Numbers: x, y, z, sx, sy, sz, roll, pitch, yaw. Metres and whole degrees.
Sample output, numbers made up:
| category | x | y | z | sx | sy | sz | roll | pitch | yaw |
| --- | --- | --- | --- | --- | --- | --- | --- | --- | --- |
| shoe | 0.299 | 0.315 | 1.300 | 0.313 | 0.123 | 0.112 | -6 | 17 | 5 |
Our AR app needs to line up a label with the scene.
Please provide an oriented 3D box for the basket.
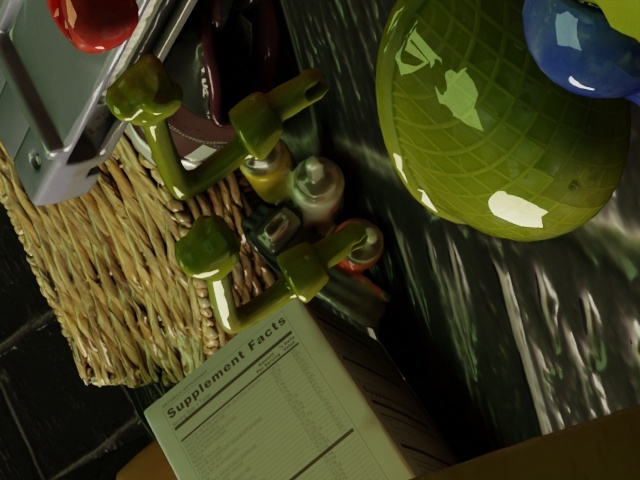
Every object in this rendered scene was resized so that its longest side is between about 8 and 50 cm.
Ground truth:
| category | x | y | z | sx | sy | sz | roll | pitch | yaw |
| --- | --- | --- | --- | --- | --- | --- | --- | --- | --- |
| basket | -0.123 | -0.053 | 1.185 | 0.213 | 0.223 | 0.299 | -10 | 108 | 42 |

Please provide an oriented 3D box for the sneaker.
| category | x | y | z | sx | sy | sz | roll | pitch | yaw |
| --- | --- | --- | --- | --- | --- | --- | --- | --- | --- |
| sneaker | -0.096 | -0.185 | 0.890 | 0.162 | 0.106 | 0.281 | -11 | 106 | 61 |

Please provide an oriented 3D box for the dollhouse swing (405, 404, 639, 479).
| category | x | y | z | sx | sy | sz | roll | pitch | yaw |
| --- | --- | --- | --- | --- | --- | --- | --- | --- | --- |
| dollhouse swing | 0.082 | 0.268 | 0.479 | 0.315 | 0.346 | 0.305 | 88 | 162 | -59 |

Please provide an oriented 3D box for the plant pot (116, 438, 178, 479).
| category | x | y | z | sx | sy | sz | roll | pitch | yaw |
| --- | --- | --- | --- | --- | --- | --- | --- | --- | --- |
| plant pot | -0.038 | 0.238 | 1.146 | 0.291 | 0.203 | 0.291 | 58 | 164 | 27 |

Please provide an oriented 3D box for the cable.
| category | x | y | z | sx | sy | sz | roll | pitch | yaw |
| --- | --- | --- | --- | --- | --- | --- | --- | --- | --- |
| cable | 0.000 | 0.000 | 0.957 | 0.139 | 0.072 | 0.287 | 43 | 177 | 4 |

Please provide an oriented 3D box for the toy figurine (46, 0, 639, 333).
| category | x | y | z | sx | sy | sz | roll | pitch | yaw |
| --- | --- | --- | --- | --- | --- | --- | --- | --- | --- |
| toy figurine | 0.055 | -0.066 | 0.327 | 0.217 | 0.191 | 0.363 | 45 | 158 | 42 |

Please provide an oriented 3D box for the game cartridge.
| category | x | y | z | sx | sy | sz | roll | pitch | yaw |
| --- | --- | --- | --- | --- | --- | --- | --- | --- | --- |
| game cartridge | -0.151 | -0.207 | 0.809 | 0.230 | 0.068 | 0.355 | 57 | 141 | 15 |

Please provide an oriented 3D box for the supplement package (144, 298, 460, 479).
| category | x | y | z | sx | sy | sz | roll | pitch | yaw |
| --- | --- | --- | --- | --- | --- | --- | --- | --- | --- |
| supplement package | 0.019 | 0.174 | 0.877 | 0.244 | 0.139 | 0.134 | 57 | -168 | 33 |
